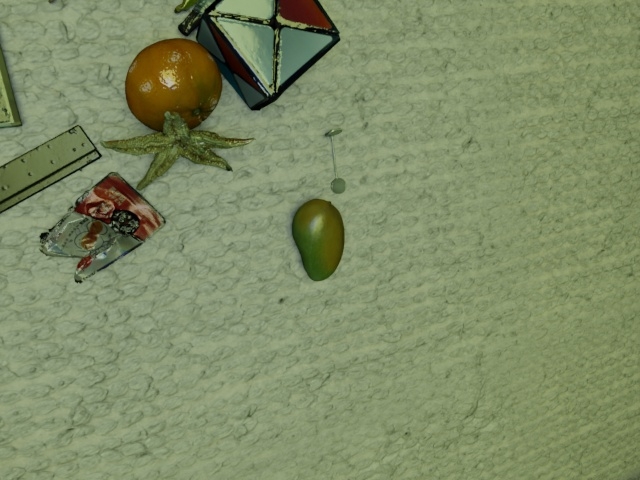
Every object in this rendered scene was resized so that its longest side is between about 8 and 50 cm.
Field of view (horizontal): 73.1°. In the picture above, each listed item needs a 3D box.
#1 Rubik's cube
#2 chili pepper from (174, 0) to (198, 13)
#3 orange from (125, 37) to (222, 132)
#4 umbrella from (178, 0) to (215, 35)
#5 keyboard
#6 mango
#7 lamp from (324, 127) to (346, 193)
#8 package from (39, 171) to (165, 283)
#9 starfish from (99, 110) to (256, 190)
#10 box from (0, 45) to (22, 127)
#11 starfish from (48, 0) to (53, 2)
[{"bbox_3d":[-0.137,-0.507,1.085,0.248,0.246,0.250,-43,110,-8],"label":"Rubik's cube"},{"bbox_3d":[-0.302,-0.663,1.110,0.049,0.043,0.208,29,88,-46],"label":"chili pepper"},{"bbox_3d":[-0.348,-0.363,1.042,0.240,0.240,0.171,-37,84,-10],"label":"orange"},{"bbox_3d":[-0.271,-0.622,1.122,0.250,0.053,0.052,-45,110,-7],"label":"umbrella"},{"bbox_3d":[-0.705,-0.165,1.062,0.310,0.018,0.101,-34,107,-11],"label":"keyboard"},{"bbox_3d":[0.000,0.000,1.290,0.156,0.114,0.251,-17,103,-24],"label":"mango"},{"bbox_3d":[0.051,-0.237,1.305,0.050,0.056,0.198,-15,107,-20],"label":"lamp"},{"bbox_3d":[-0.566,-0.025,1.116,0.269,0.071,0.194,-49,114,-20],"label":"package"},{"bbox_3d":[-0.330,-0.231,1.038,0.347,0.358,0.078,-11,76,-22],"label":"starfish"},{"bbox_3d":[-0.821,-0.383,0.970,0.211,0.045,0.270,-11,102,-19],"label":"box"},{"bbox_3d":[-0.668,-0.665,0.973,0.238,0.057,0.213,-48,118,-2],"label":"starfish"}]
